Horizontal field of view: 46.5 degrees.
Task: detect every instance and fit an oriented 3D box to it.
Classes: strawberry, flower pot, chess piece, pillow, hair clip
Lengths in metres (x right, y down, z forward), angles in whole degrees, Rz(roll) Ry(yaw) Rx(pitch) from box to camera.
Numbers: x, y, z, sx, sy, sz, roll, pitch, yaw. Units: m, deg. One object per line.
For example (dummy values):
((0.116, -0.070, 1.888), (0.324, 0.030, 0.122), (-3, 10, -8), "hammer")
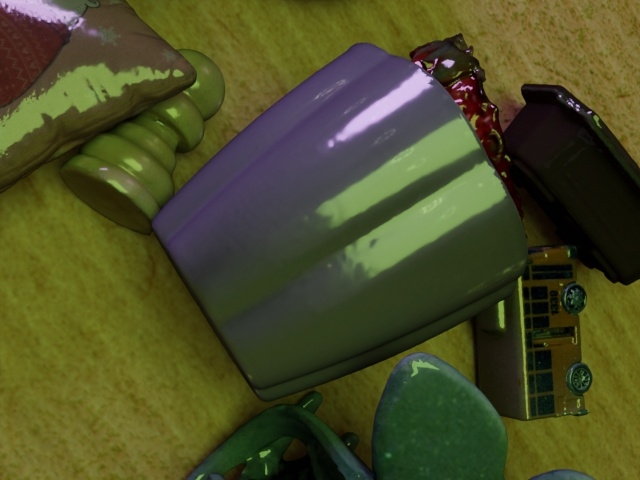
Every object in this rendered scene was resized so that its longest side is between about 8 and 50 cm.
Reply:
((0.131, -0.082, 0.762), (0.111, 0.190, 0.236), (-20, 116, 8), "strawberry")
((0.000, 0.000, 0.652), (0.243, 0.265, 0.265), (-32, 98, -9), "flower pot")
((-0.147, -0.098, 0.675), (0.094, 0.094, 0.170), (37, 64, -16), "chess piece")
((-0.256, -0.159, 0.612), (0.223, 0.084, 0.236), (-36, 76, -18), "pillow")
((0.285, -0.050, 0.817), (0.084, 0.179, 0.251), (-41, 102, 5), "flower pot")
((0.048, 0.281, 0.627), (0.392, 0.238, 0.318), (-46, 103, -19), "hair clip")

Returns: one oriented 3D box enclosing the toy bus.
((0.221, 0.096, 0.803), (0.103, 0.091, 0.181), (-1, 87, -23), "toy bus")
